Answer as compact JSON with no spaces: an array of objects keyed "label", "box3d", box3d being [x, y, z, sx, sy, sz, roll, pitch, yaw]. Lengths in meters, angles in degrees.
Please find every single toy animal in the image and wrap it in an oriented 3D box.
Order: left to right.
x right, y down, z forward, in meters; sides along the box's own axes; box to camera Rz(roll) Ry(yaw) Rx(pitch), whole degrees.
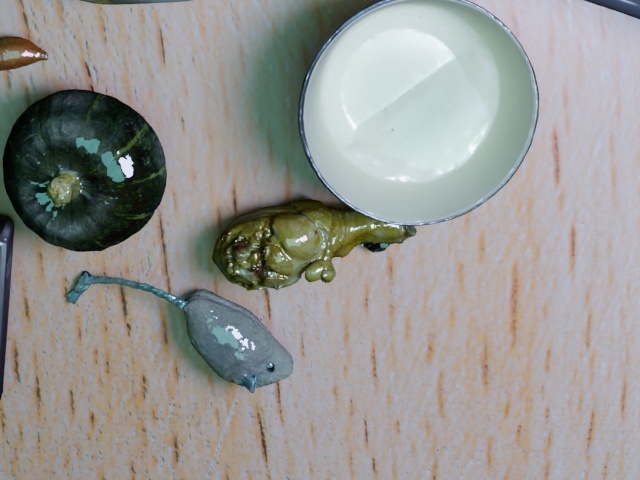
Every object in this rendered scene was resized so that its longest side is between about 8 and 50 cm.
[{"label":"toy animal","box3d":[-0.141,0.087,1.651,0.253,0.070,0.079,26,89,-10]}]

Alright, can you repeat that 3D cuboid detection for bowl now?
[{"label":"bowl","box3d":[0.091,-0.142,1.557,0.238,0.126,0.238,-1,109,-4]}]

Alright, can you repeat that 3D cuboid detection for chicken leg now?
[{"label":"chicken leg","box3d":[0.000,0.000,1.613,0.228,0.103,0.088,-7,94,-6]}]

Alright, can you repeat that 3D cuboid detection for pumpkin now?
[{"label":"pumpkin","box3d":[-0.237,-0.068,1.556,0.167,0.125,0.167,-5,119,-9]}]

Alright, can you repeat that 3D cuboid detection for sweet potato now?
[{"label":"sweet potato","box3d":[-0.321,-0.187,1.555,0.095,0.034,0.034,-6,110,-4]}]

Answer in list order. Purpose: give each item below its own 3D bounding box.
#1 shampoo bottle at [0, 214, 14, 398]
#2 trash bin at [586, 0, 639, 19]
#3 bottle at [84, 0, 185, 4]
[{"label":"shampoo bottle","box3d":[-0.371,0.095,1.625,0.079,0.080,0.246,6,108,-5]},{"label":"trash bin","box3d":[0.317,-0.310,1.495,0.290,0.182,0.209,15,108,-4]},{"label":"bottle","box3d":[-0.228,-0.271,1.510,0.270,0.083,0.083,-2,109,0]}]
